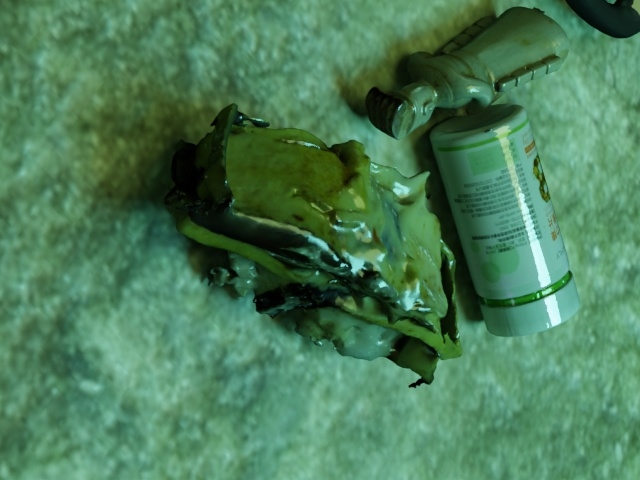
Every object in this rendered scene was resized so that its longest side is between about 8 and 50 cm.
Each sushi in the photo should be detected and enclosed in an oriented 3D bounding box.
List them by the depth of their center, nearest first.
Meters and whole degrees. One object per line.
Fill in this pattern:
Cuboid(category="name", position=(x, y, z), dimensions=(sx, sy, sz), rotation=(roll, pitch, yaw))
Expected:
Cuboid(category="sushi", position=(0.006, -0.003, 1.314), dimensions=(0.291, 0.131, 0.139), rotation=(30, 46, -32))

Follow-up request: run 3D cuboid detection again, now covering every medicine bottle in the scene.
Cuboid(category="medicine bottle", position=(0.156, -0.018, 1.475), dimensions=(0.086, 0.086, 0.183), rotation=(-32, 111, -39))

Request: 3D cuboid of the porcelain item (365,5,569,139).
Cuboid(category="porcelain item", position=(0.118, -0.135, 1.451), dimensions=(0.213, 0.084, 0.054), rotation=(-31, 137, -39))

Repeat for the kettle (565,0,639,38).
Cuboid(category="kettle", position=(0.270, -0.305, 1.556), dimensions=(0.232, 0.144, 0.202), rotation=(44, 68, -40))
